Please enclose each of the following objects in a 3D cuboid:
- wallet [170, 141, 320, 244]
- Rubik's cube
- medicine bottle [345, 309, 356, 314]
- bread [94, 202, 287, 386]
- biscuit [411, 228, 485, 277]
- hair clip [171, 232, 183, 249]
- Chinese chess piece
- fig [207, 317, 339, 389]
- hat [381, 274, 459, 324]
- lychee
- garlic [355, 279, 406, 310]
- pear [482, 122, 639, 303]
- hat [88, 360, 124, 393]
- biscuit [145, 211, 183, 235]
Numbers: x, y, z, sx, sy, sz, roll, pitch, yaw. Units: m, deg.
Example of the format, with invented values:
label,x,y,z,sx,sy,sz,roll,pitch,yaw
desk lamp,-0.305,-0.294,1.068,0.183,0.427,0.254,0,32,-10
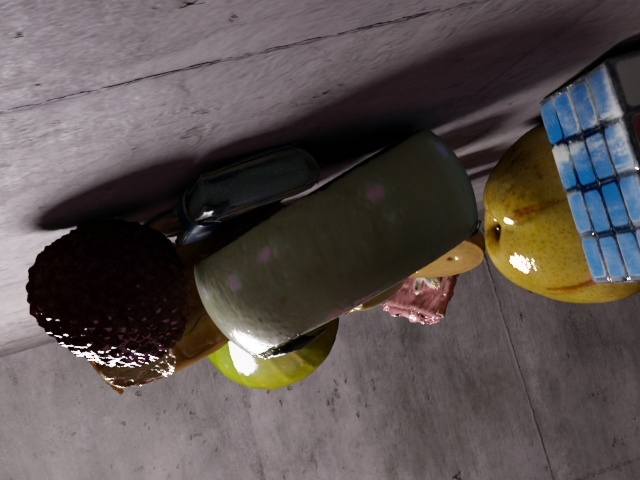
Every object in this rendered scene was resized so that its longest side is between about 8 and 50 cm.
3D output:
label,x,y,z,sx,sy,sz,roll,pitch,yaw
wallet,-0.093,-0.051,1.228,0.141,0.059,0.202,-22,180,-20
Rubik's cube,0.441,-0.102,1.285,0.253,0.256,0.259,-17,177,-5
medicine bottle,0.064,0.046,2.179,0.096,0.192,0.096,-16,177,-1
bread,-0.165,0.078,1.504,0.344,0.149,0.195,-32,-173,-23
biscuit,0.136,0.001,1.898,0.275,0.052,0.355,-18,149,40
hair clip,-0.167,0.034,1.699,0.321,0.091,0.138,14,156,-39
Chinese chess piece,0.021,0.004,1.295,0.349,0.146,0.349,-31,-178,1
fig,-0.120,0.137,2.157,0.316,0.316,0.316,-16,176,-1
hat,0.214,0.022,2.142,0.107,0.286,0.236,25,172,-28
lychee,-0.253,0.059,1.275,0.188,0.188,0.188,-16,176,-1
garlic,0.074,-0.017,1.638,0.203,0.185,0.281,-40,168,-33
pear,0.395,-0.053,1.604,0.314,0.314,0.314,-16,176,-1
hat,-0.304,0.099,1.826,0.233,0.233,0.244,-33,152,-21
biscuit,-0.196,-0.024,1.444,0.071,0.018,0.147,-15,176,-32
